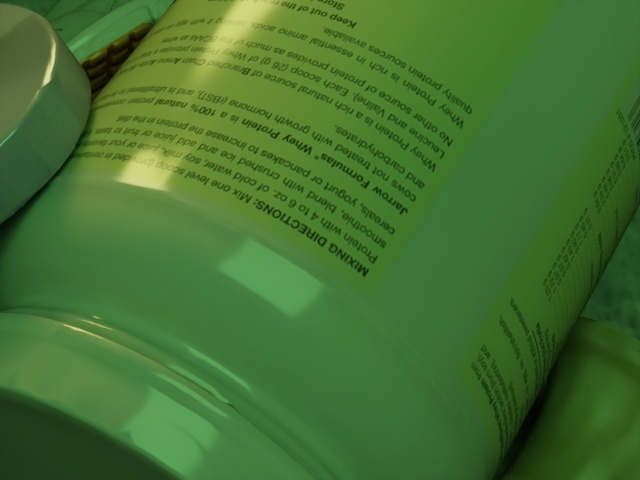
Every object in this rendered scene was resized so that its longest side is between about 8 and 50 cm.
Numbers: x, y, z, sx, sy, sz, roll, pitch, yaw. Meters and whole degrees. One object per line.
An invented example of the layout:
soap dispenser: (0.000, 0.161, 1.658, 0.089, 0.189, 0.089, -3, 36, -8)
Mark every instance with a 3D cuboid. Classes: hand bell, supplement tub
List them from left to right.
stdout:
supplement tub: (0.000, 0.000, 0.707, 0.235, 0.235, 0.324, 30, 61, 6)
hand bell: (0.081, 0.164, 0.728, 0.126, 0.126, 0.242, 40, 75, 12)

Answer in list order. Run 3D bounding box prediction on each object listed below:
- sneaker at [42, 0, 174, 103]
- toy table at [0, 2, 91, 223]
sneaker: (-0.099, -0.138, 0.857, 0.121, 0.099, 0.262, 36, 53, 18)
toy table: (-0.242, -0.083, 0.667, 0.274, 0.161, 0.252, -12, 40, 33)
